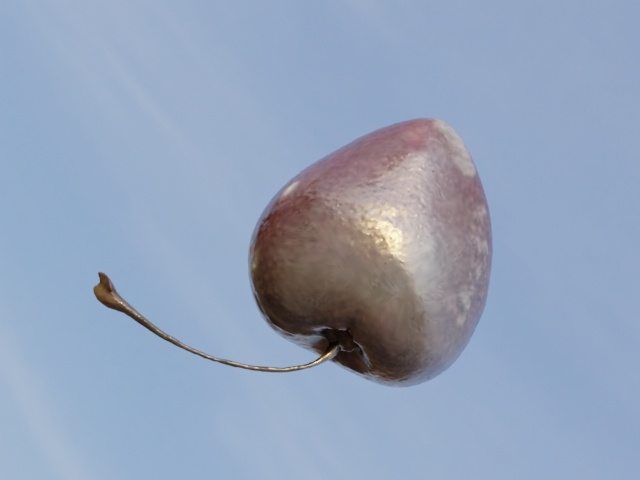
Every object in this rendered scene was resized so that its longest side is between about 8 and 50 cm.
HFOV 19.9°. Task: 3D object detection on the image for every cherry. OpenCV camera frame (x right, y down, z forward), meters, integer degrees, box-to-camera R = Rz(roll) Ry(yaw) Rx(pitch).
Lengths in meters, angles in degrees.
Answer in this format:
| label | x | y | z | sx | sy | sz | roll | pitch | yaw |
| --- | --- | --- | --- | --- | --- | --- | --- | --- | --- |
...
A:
| label | x | y | z | sx | sy | sz | roll | pitch | yaw |
| --- | --- | --- | --- | --- | --- | --- | --- | --- | --- |
| cherry | 0.003 | -0.006 | 0.948 | 0.188 | 0.115 | 0.148 | 27 | -72 | -3 |
